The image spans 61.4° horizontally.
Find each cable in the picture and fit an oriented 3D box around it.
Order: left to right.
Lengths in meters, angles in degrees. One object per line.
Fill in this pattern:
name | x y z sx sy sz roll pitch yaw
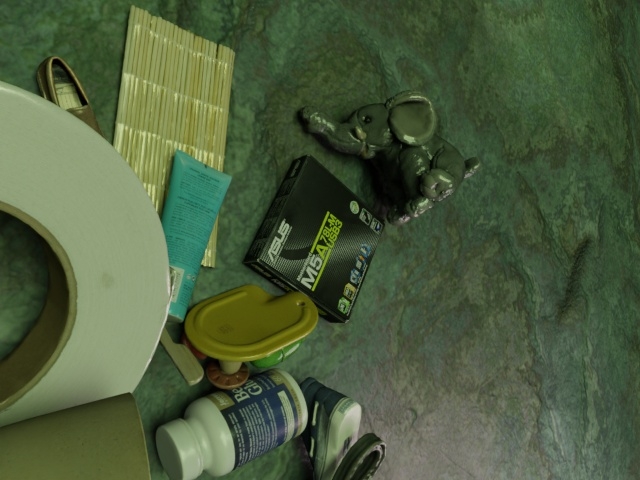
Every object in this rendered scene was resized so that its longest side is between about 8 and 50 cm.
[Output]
cable | -0.004 0.385 0.694 0.287 0.072 0.139 -35 125 -18

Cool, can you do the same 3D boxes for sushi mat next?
sushi mat | -0.187 -0.129 0.691 0.152 0.019 0.316 11 78 -37

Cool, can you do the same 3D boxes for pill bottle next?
pill bottle | -0.107 0.227 0.660 0.170 0.094 0.094 -14 93 -40

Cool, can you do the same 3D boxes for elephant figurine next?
elephant figurine | 0.118 -0.160 0.869 0.239 0.169 0.186 55 24 -1

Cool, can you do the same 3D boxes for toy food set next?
toy food set | -0.103 0.128 0.682 0.218 0.128 0.071 -18 128 -41

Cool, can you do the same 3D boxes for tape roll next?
tape roll | -0.315 0.052 0.443 0.392 0.072 0.391 -17 117 -38

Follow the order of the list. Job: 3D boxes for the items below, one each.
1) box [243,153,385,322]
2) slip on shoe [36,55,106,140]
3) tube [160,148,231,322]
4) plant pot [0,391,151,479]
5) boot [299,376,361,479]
box | 0.000 0.000 0.810 0.184 0.045 0.190 40 60 -31
slip on shoe | -0.275 -0.139 0.604 0.052 0.041 0.135 -23 98 -36
tube | -0.165 -0.006 0.652 0.080 0.052 0.206 28 63 -36
plant pot | -0.269 0.252 0.371 0.274 0.256 0.256 0 84 -25
boot | 0.003 0.285 0.768 0.069 0.086 0.189 -18 124 -47
